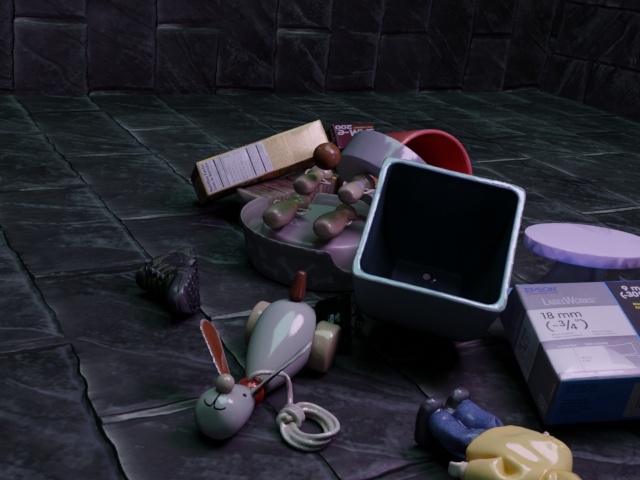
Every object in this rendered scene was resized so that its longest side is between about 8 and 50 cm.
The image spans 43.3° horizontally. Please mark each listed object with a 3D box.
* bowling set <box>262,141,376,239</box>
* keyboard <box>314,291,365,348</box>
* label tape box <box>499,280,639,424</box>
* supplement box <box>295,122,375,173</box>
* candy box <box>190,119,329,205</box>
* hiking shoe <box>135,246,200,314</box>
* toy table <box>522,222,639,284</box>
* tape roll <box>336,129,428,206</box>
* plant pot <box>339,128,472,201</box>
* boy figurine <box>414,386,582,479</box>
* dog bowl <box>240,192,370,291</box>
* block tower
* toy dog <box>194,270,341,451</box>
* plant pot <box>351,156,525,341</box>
[{"bbox_3d":[0.040,-0.101,1.602,0.287,0.200,0.154,18,23,17],"label":"bowling set"},{"bbox_3d":[0.038,0.154,1.462,0.100,0.038,0.192,-15,21,8],"label":"keyboard"},{"bbox_3d":[0.441,0.142,1.339,0.240,0.106,0.334,-2,36,-7],"label":"label tape box"},{"bbox_3d":[0.040,-0.225,2.149,0.130,0.073,0.239,-7,-17,-31],"label":"supplement box"},{"bbox_3d":[-0.148,-0.186,1.946,0.316,0.088,0.183,-22,0,-14],"label":"candy box"},{"bbox_3d":[-0.283,0.084,1.487,0.114,0.086,0.227,-10,18,-5],"label":"hiking shoe"},{"bbox_3d":[0.527,0.069,1.623,0.274,0.161,0.252,7,21,-2],"label":"toy table"},{"bbox_3d":[0.139,-0.129,1.669,0.219,0.219,0.072,25,70,38],"label":"tape roll"},{"bbox_3d":[0.190,-0.151,1.973,0.274,0.275,0.243,-7,16,-31],"label":"plant pot"},{"bbox_3d":[0.261,0.297,1.069,0.177,0.092,0.285,-10,28,-37],"label":"boy figurine"},{"bbox_3d":[0.000,0.000,1.724,0.348,0.102,0.349,5,21,-2],"label":"dog bowl"},{"bbox_3d":[-0.068,-0.103,1.977,0.091,0.097,0.335,20,24,31],"label":"block tower"},{"bbox_3d":[-0.073,0.157,1.228,0.220,0.161,0.334,6,22,-1],"label":"toy dog"},{"bbox_3d":[0.194,0.047,1.413,0.247,0.252,0.247,14,59,7],"label":"plant pot"}]
